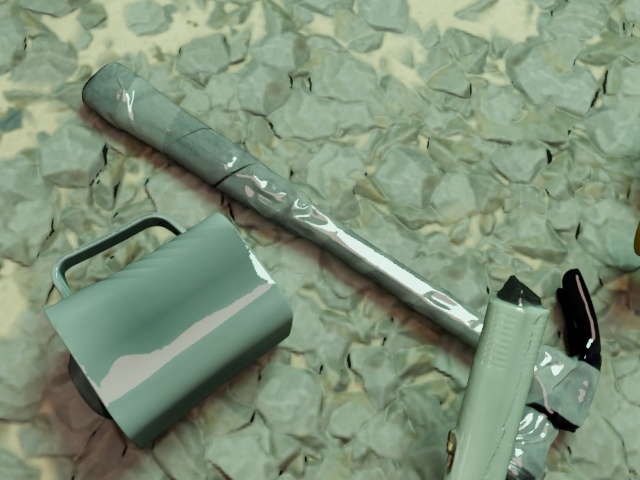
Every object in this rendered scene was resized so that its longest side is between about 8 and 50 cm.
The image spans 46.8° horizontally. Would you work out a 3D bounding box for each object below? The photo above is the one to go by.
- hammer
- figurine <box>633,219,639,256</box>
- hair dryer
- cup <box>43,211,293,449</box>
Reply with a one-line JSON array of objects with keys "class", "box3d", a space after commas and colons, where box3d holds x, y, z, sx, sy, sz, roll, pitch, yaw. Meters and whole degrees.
[{"class": "hammer", "box3d": [0.000, 0.000, 0.521, 0.427, 0.044, 0.152, 32, 70, 7]}, {"class": "figurine", "box3d": [0.392, 0.001, 0.483, 0.344, 0.187, 0.215, 21, 79, 9]}, {"class": "hair dryer", "box3d": [0.099, 0.137, 0.428, 0.131, 0.073, 0.236, 11, 94, -1]}, {"class": "cup", "box3d": [-0.104, 0.045, 0.471, 0.129, 0.095, 0.128, -34, 74, -18]}]
